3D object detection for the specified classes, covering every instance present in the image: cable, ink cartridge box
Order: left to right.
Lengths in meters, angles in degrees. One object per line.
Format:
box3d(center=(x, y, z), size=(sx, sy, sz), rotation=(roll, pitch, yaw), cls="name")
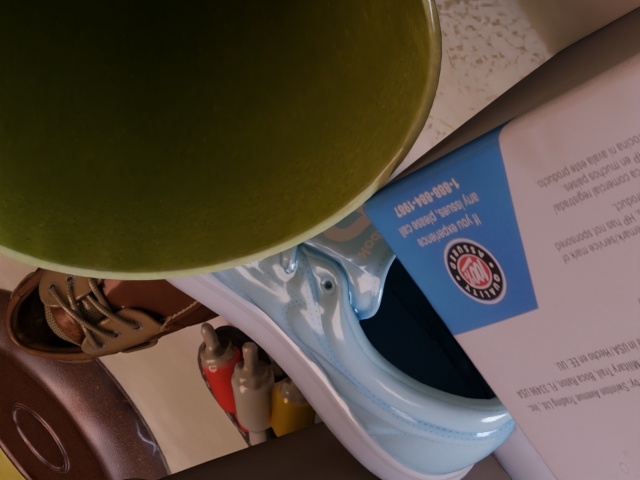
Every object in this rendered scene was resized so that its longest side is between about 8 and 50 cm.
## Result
box3d(center=(-0.045, 0.182, 1.491), size=(0.139, 0.072, 0.287), rotation=(20, 130, 35), cls="cable")
box3d(center=(0.245, 0.068, 0.885), size=(0.395, 0.166, 0.285), rotation=(55, 151, -5), cls="ink cartridge box")

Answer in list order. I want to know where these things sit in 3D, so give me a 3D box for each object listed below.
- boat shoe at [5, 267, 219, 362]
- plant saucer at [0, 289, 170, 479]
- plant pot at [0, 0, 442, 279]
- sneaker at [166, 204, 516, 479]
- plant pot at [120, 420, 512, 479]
box3d(center=(-0.161, 0.043, 1.473), size=(0.122, 0.120, 0.324), rotation=(54, 151, -6), cls="boat shoe")
box3d(center=(-0.270, 0.189, 1.867), size=(0.311, 0.050, 0.310), rotation=(36, 147, 28), cls="plant saucer")
box3d(center=(-0.096, -0.178, 0.961), size=(0.274, 0.275, 0.293), rotation=(88, 174, -47), cls="plant pot")
box3d(center=(0.000, 0.000, 1.211), size=(0.366, 0.135, 0.150), rotation=(43, 143, -3), cls="sneaker")
box3d(center=(0.000, 0.266, 1.317), size=(0.323, 0.280, 0.323), rotation=(35, 142, 34), cls="plant pot")
